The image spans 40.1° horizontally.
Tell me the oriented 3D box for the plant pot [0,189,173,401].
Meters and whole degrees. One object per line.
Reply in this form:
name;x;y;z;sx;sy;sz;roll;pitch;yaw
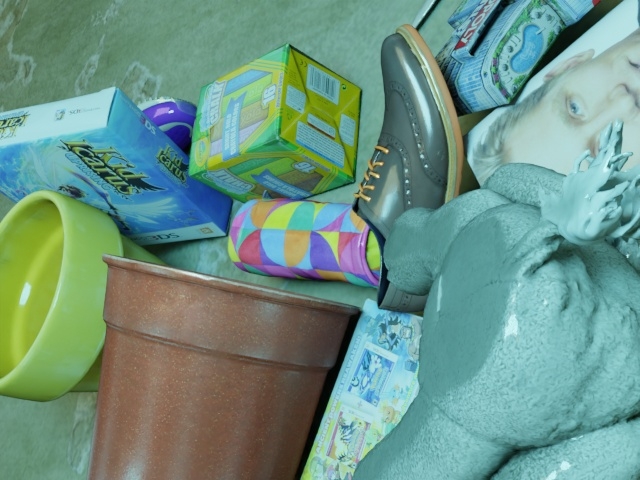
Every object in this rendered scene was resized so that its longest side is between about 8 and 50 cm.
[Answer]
plant pot;-0.291;0.092;1.129;0.254;0.239;0.254;-22;57;38

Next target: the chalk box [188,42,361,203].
chalk box;-0.073;-0.126;1.083;0.213;0.132;0.132;-17;60;43

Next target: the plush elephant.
plush elephant;0.197;0.070;0.556;0.330;0.255;0.271;128;156;-54

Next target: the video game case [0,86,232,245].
video game case;-0.286;-0.078;1.132;0.244;0.269;0.061;-7;60;25

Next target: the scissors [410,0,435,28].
scissors;0.178;-0.345;1.002;0.109;0.021;0.297;25;89;48

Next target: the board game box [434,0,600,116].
board game box;0.183;-0.209;0.810;0.194;0.060;0.194;-53;15;-13

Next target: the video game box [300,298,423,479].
video game box;0.083;0.175;0.836;0.187;0.048;0.205;16;84;47

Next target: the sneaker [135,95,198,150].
sneaker;-0.271;-0.092;1.315;0.293;0.102;0.146;-34;57;37

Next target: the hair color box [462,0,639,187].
hair color box;0.294;-0.113;0.704;0.347;0.105;0.174;-42;45;27

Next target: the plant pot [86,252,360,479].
plant pot;-0.117;0.170;0.907;0.272;0.272;0.265;8;85;48

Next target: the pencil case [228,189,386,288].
pencil case;0.000;0.000;0.969;0.236;0.104;0.104;7;77;48

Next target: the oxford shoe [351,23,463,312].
oxford shoe;0.077;-0.061;0.817;0.097;0.098;0.271;-140;41;-80
